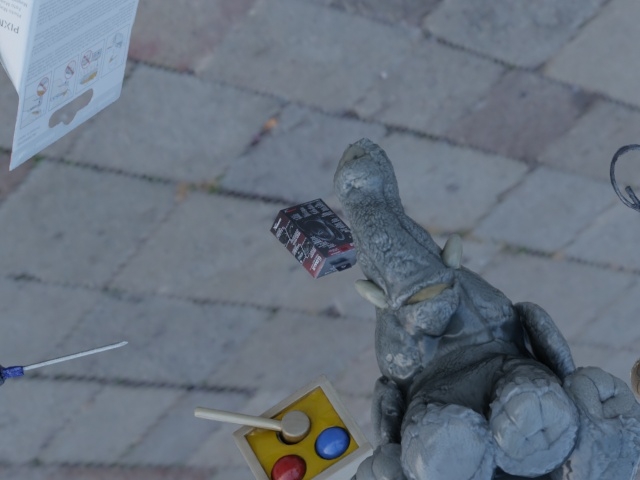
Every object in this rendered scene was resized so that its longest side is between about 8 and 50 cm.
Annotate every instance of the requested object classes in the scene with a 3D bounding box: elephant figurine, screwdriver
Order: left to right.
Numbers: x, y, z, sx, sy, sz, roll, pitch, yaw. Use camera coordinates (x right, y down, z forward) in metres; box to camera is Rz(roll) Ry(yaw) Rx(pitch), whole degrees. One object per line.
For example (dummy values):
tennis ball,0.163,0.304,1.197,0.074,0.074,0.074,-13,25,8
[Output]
screwdriver,-0.257,0.116,1.415,0.170,0.025,0.024,-11,137,6
elephant figurine,0.086,0.081,0.894,0.169,0.239,0.186,10,116,-18

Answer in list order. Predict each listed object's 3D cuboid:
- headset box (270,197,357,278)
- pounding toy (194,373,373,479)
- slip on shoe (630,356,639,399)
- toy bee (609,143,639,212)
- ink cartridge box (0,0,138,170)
headset box,0.000,0.000,1.586,0.062,0.083,0.032,-19,148,-45
pounding toy,-0.027,0.201,1.518,0.130,0.141,0.100,-33,137,-3
slip on shoe,0.268,0.073,1.019,0.135,0.051,0.041,-20,180,13
toy bee,0.367,0.037,1.146,0.298,0.195,0.162,30,148,-22
ink cartridge box,-0.223,-0.201,1.354,0.189,0.066,0.232,-45,161,-53
